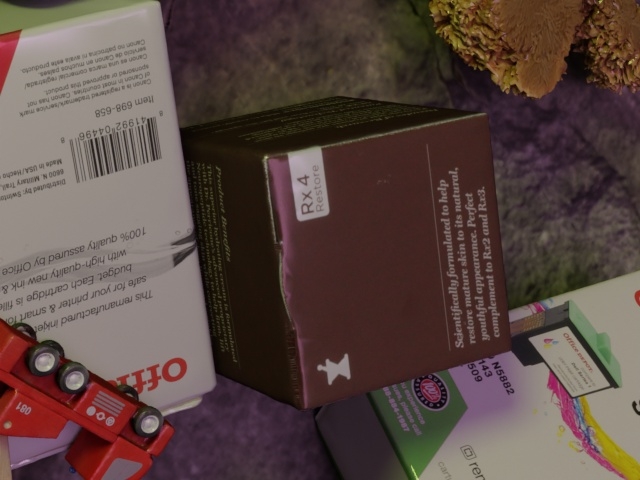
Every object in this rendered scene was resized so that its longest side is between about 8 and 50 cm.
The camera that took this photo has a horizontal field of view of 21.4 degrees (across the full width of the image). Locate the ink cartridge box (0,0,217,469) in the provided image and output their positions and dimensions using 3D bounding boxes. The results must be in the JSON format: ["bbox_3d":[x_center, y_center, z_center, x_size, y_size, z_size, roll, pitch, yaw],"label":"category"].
[{"bbox_3d":[-0.191,-0.009,1.080,0.197,0.114,0.273,-17,113,-26],"label":"ink cartridge box"}]

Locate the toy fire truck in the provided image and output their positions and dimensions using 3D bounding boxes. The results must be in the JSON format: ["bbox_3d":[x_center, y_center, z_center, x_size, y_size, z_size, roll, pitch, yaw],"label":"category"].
[{"bbox_3d":[-0.194,0.121,1.023,0.192,0.047,0.135,36,87,-35],"label":"toy fire truck"}]

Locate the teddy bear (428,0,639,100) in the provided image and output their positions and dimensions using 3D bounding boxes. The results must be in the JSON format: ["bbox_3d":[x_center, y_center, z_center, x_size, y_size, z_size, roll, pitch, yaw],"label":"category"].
[{"bbox_3d":[0.200,-0.238,1.302,0.245,0.113,0.338,47,67,-33],"label":"teddy bear"}]

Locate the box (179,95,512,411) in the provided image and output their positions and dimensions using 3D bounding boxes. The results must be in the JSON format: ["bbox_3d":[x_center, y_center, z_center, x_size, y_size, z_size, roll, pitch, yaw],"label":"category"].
[{"bbox_3d":[0.000,0.000,1.156,0.167,0.203,0.168,-13,103,-27],"label":"box"}]

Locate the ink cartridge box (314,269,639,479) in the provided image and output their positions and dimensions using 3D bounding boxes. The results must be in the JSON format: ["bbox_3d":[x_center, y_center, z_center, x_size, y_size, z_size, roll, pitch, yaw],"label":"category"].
[{"bbox_3d":[0.169,0.157,1.266,0.278,0.117,0.201,-16,65,-26],"label":"ink cartridge box"}]
